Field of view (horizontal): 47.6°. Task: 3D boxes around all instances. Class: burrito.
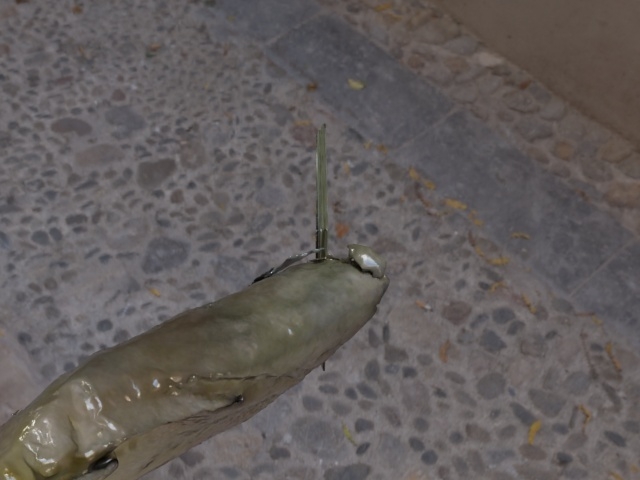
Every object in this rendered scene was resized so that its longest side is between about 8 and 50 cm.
[{"bbox_3d":[-0.107,0.114,0.562,0.347,0.175,0.107,-30,84,-38],"label":"burrito"}]

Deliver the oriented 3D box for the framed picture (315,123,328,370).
[{"bbox_3d":[0.000,0.000,0.879,0.014,0.197,0.252,0,33,0],"label":"framed picture"}]
